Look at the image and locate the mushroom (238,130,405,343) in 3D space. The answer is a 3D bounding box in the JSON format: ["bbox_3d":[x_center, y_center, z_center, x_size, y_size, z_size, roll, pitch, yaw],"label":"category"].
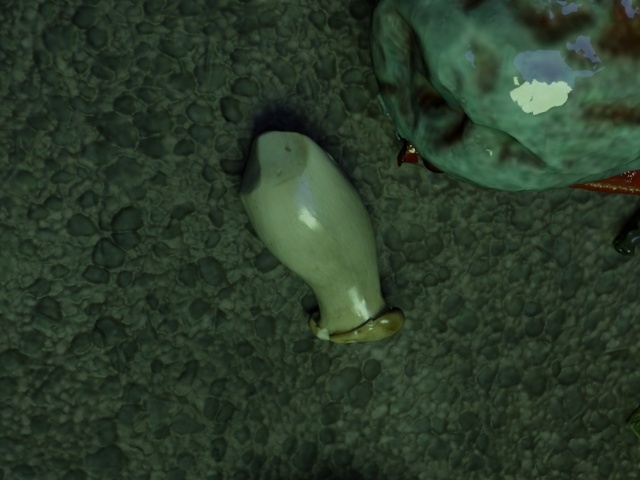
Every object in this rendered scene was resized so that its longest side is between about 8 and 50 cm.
[{"bbox_3d":[-0.001,0.001,0.873,0.097,0.088,0.212,-22,114,7],"label":"mushroom"}]

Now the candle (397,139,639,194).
[{"bbox_3d":[0.227,-0.067,0.912,0.329,0.048,0.051,7,145,-11],"label":"candle"}]

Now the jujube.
[{"bbox_3d":[0.204,-0.166,0.775,0.308,0.246,0.215,-24,139,-17],"label":"jujube"}]

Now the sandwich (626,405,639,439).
[{"bbox_3d":[0.411,0.203,0.975,0.144,0.117,0.187,-42,106,7],"label":"sandwich"}]

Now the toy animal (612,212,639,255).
[{"bbox_3d":[0.337,0.021,0.952,0.136,0.047,0.065,42,94,-16],"label":"toy animal"}]
